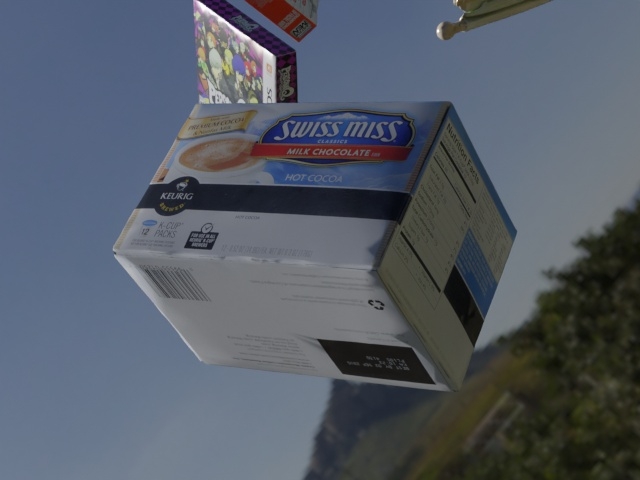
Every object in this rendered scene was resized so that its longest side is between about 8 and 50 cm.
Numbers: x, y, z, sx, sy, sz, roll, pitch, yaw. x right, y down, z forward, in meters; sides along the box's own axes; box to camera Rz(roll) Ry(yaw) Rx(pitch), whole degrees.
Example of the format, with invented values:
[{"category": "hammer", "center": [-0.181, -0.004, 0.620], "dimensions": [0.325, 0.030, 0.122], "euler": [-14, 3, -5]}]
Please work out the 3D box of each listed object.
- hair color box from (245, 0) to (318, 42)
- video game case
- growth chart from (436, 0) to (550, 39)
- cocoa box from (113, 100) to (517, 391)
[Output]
[{"category": "hair color box", "center": [-0.081, -0.426, 2.493], "dimensions": [0.053, 0.167, 0.093], "euler": [-39, 29, 31]}, {"category": "video game case", "center": [-0.112, -0.230, 2.157], "dimensions": [0.042, 0.232, 0.210], "euler": [-21, -49, -28]}, {"category": "growth chart", "center": [0.184, -0.275, 1.167], "dimensions": [0.172, 0.021, 0.237], "euler": [-19, -41, -28]}, {"category": "cocoa box", "center": [0.000, 0.000, 1.607], "dimensions": [0.231, 0.347, 0.228], "euler": [56, -132, -43]}]
